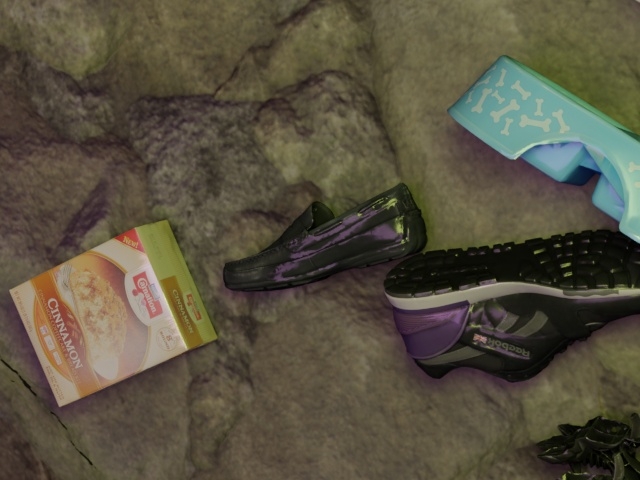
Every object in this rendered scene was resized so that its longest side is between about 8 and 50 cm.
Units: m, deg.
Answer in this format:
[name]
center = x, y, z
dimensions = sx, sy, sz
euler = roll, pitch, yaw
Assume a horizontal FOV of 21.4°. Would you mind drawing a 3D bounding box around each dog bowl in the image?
[dog bowl]
center = 0.256, -0.068, 1.520
dimensions = 0.297, 0.166, 0.074
euler = 35, 101, 17

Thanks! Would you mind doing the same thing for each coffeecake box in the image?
[coffeecake box]
center = -0.224, 0.079, 1.834
dimensions = 0.185, 0.068, 0.142
euler = -25, 87, 28

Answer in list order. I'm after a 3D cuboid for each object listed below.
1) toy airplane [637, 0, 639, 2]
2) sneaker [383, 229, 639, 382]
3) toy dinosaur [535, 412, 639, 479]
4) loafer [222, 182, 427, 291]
[toy airplane]
center = 0.405, -0.330, 1.362
dimensions = 0.384, 0.272, 0.386
euler = -130, 45, -53
[sneaker]
center = 0.209, 0.070, 1.615
dimensions = 0.283, 0.107, 0.124
euler = -4, 118, 27
[toy dinosaur]
center = 0.292, 0.285, 1.597
dimensions = 0.322, 0.164, 0.218
euler = -33, 99, 10
[loafer]
center = 0.000, 0.000, 1.707
dimensions = 0.223, 0.076, 0.078
euler = -16, 87, 23
